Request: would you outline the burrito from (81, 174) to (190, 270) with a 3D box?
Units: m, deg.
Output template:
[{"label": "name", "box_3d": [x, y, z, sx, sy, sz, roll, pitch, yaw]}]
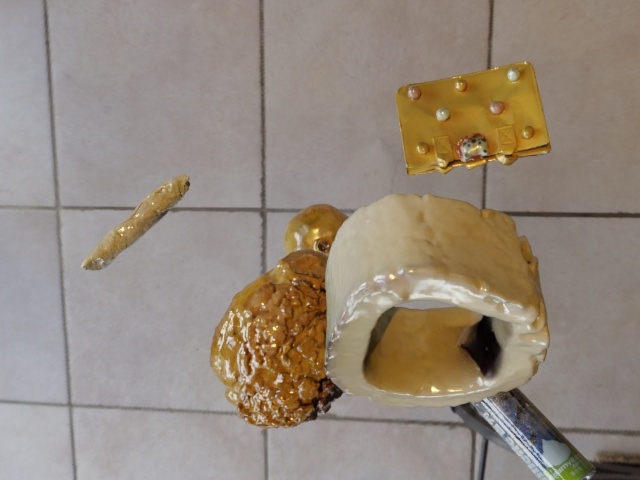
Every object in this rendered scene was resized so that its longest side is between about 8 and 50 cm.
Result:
[{"label": "burrito", "box_3d": [-0.528, -0.050, 1.854, 0.392, 0.117, 0.076, -44, 96, -11]}]

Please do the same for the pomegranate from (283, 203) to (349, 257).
[{"label": "pomegranate", "box_3d": [0.001, -0.001, 1.877, 0.233, 0.233, 0.233, 1, 99, 5]}]

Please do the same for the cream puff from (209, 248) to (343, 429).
[{"label": "cream puff", "box_3d": [-0.040, 0.201, 1.223, 0.231, 0.327, 0.343, 32, 79, 27]}]

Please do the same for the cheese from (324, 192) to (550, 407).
[{"label": "cheese", "box_3d": [0.151, 0.088, 0.856, 0.292, 0.153, 0.332, 0, 143, 2]}]

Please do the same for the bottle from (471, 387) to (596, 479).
[{"label": "bottle", "box_3d": [0.384, 0.350, 1.270, 0.093, 0.093, 0.330, -49, 53, 10]}]

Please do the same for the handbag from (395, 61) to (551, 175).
[{"label": "handbag", "box_3d": [0.422, -0.334, 1.796, 0.400, 0.133, 0.283, -8, 70, 11]}]
